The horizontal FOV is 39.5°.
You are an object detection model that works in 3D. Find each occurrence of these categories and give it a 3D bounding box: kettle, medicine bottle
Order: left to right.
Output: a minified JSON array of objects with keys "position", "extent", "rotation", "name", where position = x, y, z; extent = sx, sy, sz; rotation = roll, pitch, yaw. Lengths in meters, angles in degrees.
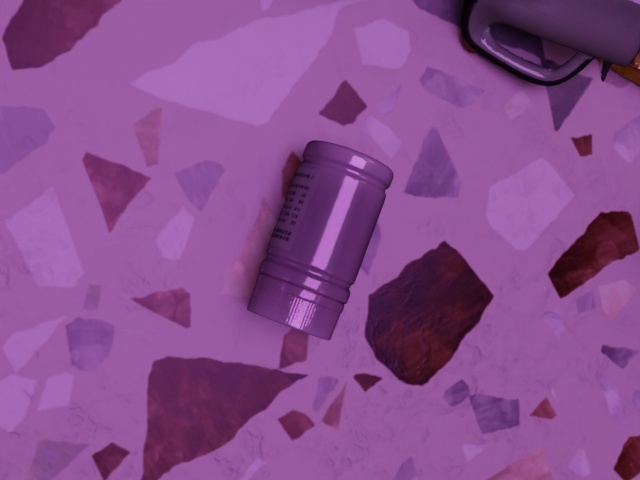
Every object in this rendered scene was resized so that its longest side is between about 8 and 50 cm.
[{"position":[0.000,0.000,1.221],"extent":[0.133,0.133,0.250],"rotation":[21,85,-15],"name":"medicine bottle"},{"position":[0.339,-0.340,1.279],"extent":[0.255,0.165,0.240],"rotation":[19,118,1],"name":"kettle"}]

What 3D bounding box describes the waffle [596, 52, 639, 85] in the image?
[{"position":[0.533,-0.353,1.396],"extent":[0.229,0.057,0.219],"rotation":[29,84,-14],"name":"waffle"}]
